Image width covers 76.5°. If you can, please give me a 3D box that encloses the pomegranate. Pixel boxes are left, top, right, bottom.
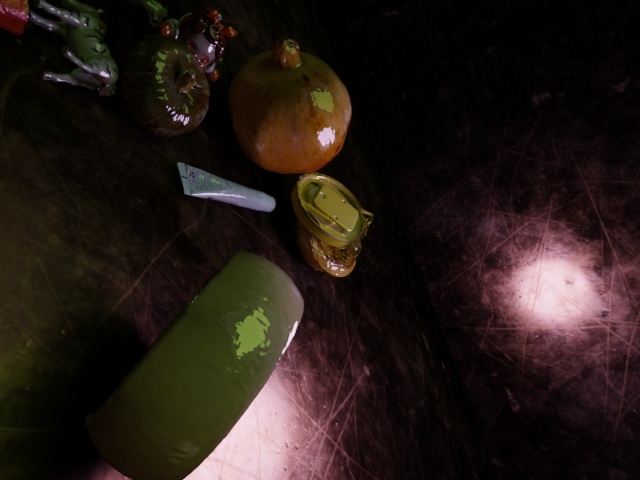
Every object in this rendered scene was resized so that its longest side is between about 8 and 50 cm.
[{"bbox_3d":[-0.091,-0.400,1.207,0.410,0.411,0.409,46,31,-38],"label":"pomegranate"}]

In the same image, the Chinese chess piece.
[{"bbox_3d":[-0.171,0.166,0.590,0.141,0.338,0.338,40,29,-9],"label":"Chinese chess piece"}]

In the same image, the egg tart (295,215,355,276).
[{"bbox_3d":[0.000,0.000,1.359,0.290,0.115,0.290,39,32,-31],"label":"egg tart"}]

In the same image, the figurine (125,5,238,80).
[{"bbox_3d":[-0.317,-0.480,1.018,0.183,0.226,0.160,52,26,-29],"label":"figurine"}]

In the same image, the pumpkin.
[{"bbox_3d":[-0.333,-0.347,0.905,0.219,0.163,0.218,13,76,-62],"label":"pumpkin"}]

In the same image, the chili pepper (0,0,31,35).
[{"bbox_3d":[-0.565,-0.391,0.641,0.169,0.065,0.088,-23,115,-59],"label":"chili pepper"}]

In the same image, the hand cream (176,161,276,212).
[{"bbox_3d":[-0.233,-0.128,1.069,0.331,0.058,0.085,14,57,-61],"label":"hand cream"}]

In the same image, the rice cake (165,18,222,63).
[{"bbox_3d":[-0.373,-0.594,1.219,0.226,0.040,0.084,-34,117,-67],"label":"rice cake"}]

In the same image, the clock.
[{"bbox_3d":[0.030,-0.091,1.308,0.293,0.071,0.277,43,38,-4],"label":"clock"}]

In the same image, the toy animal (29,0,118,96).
[{"bbox_3d":[-0.479,-0.401,0.787,0.170,0.090,0.254,20,53,-63],"label":"toy animal"}]

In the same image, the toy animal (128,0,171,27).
[{"bbox_3d":[-0.463,-0.610,1.070,0.217,0.041,0.074,-31,99,-61],"label":"toy animal"}]
